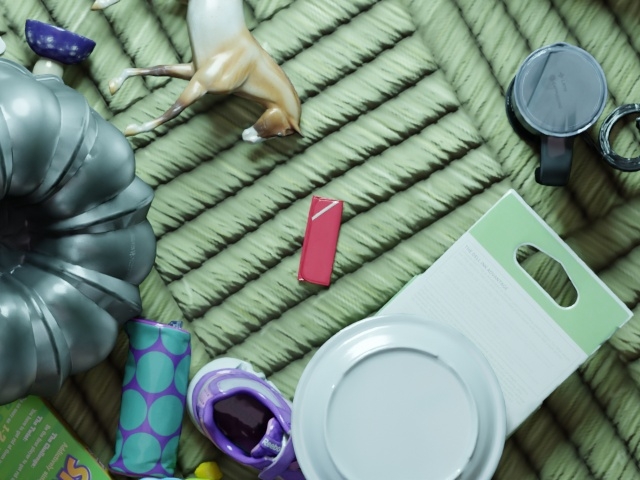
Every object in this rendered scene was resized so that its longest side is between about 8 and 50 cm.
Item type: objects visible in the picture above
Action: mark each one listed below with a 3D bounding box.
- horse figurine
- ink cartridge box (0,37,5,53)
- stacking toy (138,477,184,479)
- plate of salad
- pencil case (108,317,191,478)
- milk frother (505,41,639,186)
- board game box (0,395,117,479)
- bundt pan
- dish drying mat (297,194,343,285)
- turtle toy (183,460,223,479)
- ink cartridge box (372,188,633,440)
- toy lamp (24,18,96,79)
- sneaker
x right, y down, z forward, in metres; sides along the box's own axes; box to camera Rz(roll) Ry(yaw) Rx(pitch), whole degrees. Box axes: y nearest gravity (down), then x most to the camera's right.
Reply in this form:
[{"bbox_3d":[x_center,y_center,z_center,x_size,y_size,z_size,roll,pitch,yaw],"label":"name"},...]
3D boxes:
[{"bbox_3d":[-0.125,-0.208,1.748,0.174,0.066,0.263,-14,83,-10],"label":"horse figurine"},{"bbox_3d":[-0.394,-0.234,1.766,0.104,0.060,0.180,-34,88,1],"label":"ink cartridge box"},{"bbox_3d":[-0.185,0.358,1.687,0.175,0.166,0.302,34,132,-21],"label":"stacking toy"},{"bbox_3d":[0.071,0.167,1.692,0.200,0.048,0.200,0,87,-6],"label":"plate of salad"},{"bbox_3d":[-0.162,0.150,1.750,0.070,0.064,0.152,7,90,41],"label":"pencil case"},{"bbox_3d":[0.250,-0.119,1.701,0.143,0.135,0.129,-15,89,2],"label":"milk frother"},{"bbox_3d":[-0.299,0.204,1.762,0.124,0.039,0.259,-42,81,2],"label":"board game box"},{"bbox_3d":[-0.284,0.001,1.646,0.331,0.124,0.331,-6,100,-33],"label":"bundt pan"},{"bbox_3d":[0.000,0.000,1.773,0.032,0.008,0.083,10,89,2],"label":"dish drying mat"},{"bbox_3d":[-0.130,0.273,1.744,0.130,0.066,0.095,-27,88,13],"label":"turtle toy"},{"bbox_3d":[0.151,0.092,1.741,0.235,0.056,0.171,-44,88,1],"label":"ink cartridge box"},{"bbox_3d":[-0.292,-0.071,1.752,0.080,0.080,0.275,17,90,3],"label":"toy lamp"},{"bbox_3d":[-0.025,0.197,1.724,0.236,0.104,0.095,31,89,1],"label":"sneaker"}]
